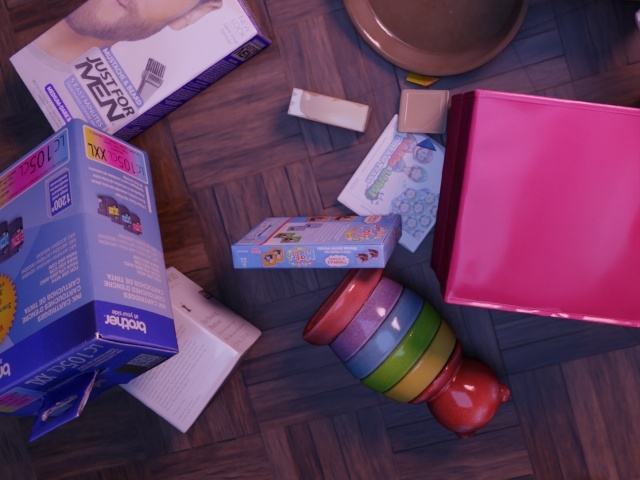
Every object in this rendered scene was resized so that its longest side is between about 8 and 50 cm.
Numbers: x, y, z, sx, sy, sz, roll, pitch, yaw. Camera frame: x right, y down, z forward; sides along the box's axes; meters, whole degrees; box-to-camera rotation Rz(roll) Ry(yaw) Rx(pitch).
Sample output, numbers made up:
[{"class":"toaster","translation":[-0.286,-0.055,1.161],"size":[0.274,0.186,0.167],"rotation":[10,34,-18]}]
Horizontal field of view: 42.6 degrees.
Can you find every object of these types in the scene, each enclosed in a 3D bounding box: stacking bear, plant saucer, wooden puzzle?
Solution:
[{"class":"stacking bear","translation":[0.135,0.166,1.193],"size":[0.289,0.164,0.175],"rotation":[38,101,-2]},{"class":"plant saucer","translation":[0.155,-0.362,1.124],"size":[0.278,0.041,0.277],"rotation":[14,126,21]},{"class":"wooden puzzle","translation":[0.150,-0.188,1.197],"size":[0.079,0.014,0.116],"rotation":[10,79,19]}]

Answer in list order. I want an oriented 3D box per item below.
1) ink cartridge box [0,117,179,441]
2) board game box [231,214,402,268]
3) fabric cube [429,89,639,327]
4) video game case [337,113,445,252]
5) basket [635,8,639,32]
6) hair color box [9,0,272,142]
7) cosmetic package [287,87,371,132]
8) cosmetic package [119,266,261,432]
[{"class":"ink cartridge box","translation":[-0.352,0.073,1.137],"size":[0.270,0.151,0.395],"rotation":[-29,61,27]},{"class":"board game box","translation":[0.000,0.000,1.175],"size":[0.212,0.160,0.039],"rotation":[-1,106,15]},{"class":"fabric cube","translation":[0.292,-0.052,1.079],"size":[0.254,0.259,0.258],"rotation":[6,99,2]},{"class":"video game case","translation":[0.126,-0.084,1.228],"size":[0.143,0.019,0.157],"rotation":[35,100,3]},{"class":"basket","translation":[0.585,-0.212,0.929],"size":[0.328,0.331,0.266],"rotation":[-34,70,23]},{"class":"hair color box","translation":[-0.266,-0.283,1.222],"size":[0.339,0.110,0.185],"rotation":[-32,90,9]},{"class":"cosmetic package","translation":[0.015,-0.192,1.212],"size":[0.115,0.060,0.041],"rotation":[14,98,5]},{"class":"cosmetic package","translation":[-0.216,0.159,1.242],"size":[0.184,0.151,0.151],"rotation":[36,100,2]}]
